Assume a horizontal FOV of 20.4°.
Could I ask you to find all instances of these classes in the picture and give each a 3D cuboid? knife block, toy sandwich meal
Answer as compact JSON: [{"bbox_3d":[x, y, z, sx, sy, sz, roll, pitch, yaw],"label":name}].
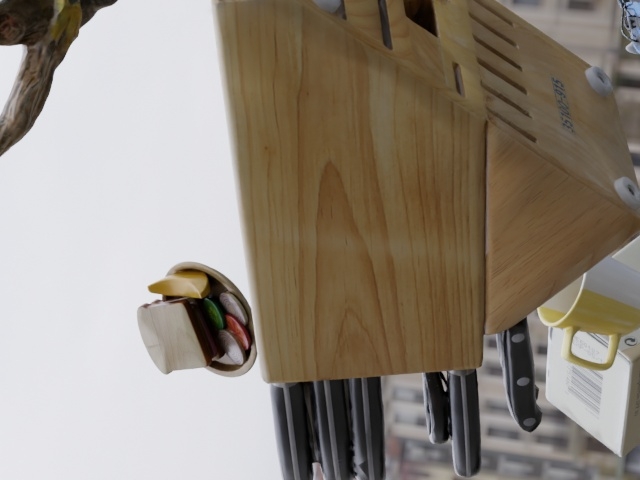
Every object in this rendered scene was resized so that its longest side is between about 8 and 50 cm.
[{"bbox_3d":[0.000,0.000,0.743,0.275,0.242,0.088,29,-143,-32],"label":"knife block"},{"bbox_3d":[-0.073,0.050,1.053,0.029,0.085,0.086,-34,-45,-40],"label":"toy sandwich meal"}]

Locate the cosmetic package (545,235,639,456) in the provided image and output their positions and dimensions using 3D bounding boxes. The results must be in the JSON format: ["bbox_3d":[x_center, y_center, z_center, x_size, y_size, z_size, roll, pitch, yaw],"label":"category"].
[{"bbox_3d":[0.376,0.062,1.814,0.309,0.113,0.160,-34,-37,-24],"label":"cosmetic package"}]

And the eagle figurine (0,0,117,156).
[{"bbox_3d":[-0.057,-0.190,0.906,0.298,0.225,0.226,-33,63,48],"label":"eagle figurine"}]

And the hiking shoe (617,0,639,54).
[{"bbox_3d":[0.287,-0.222,1.515,0.132,0.304,0.113,-48,-11,29],"label":"hiking shoe"}]

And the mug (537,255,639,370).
[{"bbox_3d":[0.188,0.044,1.219,0.078,0.064,0.062,-67,21,11],"label":"mug"}]
